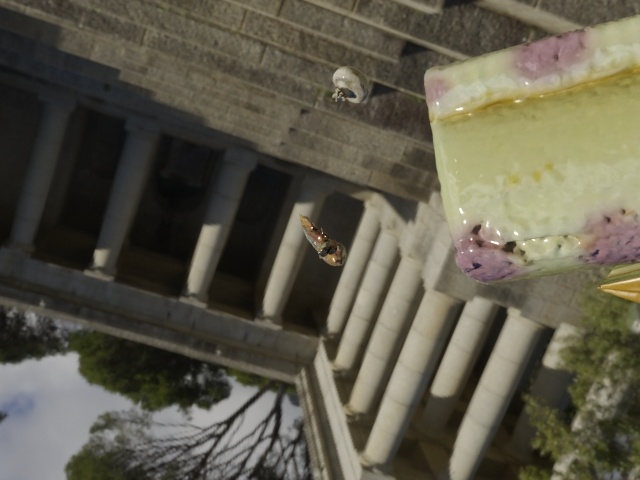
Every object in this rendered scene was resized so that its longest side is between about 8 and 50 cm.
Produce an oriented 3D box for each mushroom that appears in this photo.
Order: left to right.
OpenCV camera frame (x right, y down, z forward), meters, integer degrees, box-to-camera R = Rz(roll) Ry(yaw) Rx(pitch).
[{"bbox_3d":[0.057,-0.316,1.573,0.085,0.079,0.085,32,156,16],"label":"mushroom"}]

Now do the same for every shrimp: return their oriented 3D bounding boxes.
[{"bbox_3d":[-0.002,0.004,1.496,0.132,0.051,0.187,40,176,-9],"label":"shrimp"}]

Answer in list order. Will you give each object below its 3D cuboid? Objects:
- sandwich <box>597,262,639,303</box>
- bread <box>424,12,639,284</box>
[{"bbox_3d":[0.691,0.104,1.531,0.117,0.144,0.187,-36,-174,-37],"label":"sandwich"},{"bbox_3d":[0.261,-0.076,0.560,0.339,0.187,0.155,-10,171,30],"label":"bread"}]
